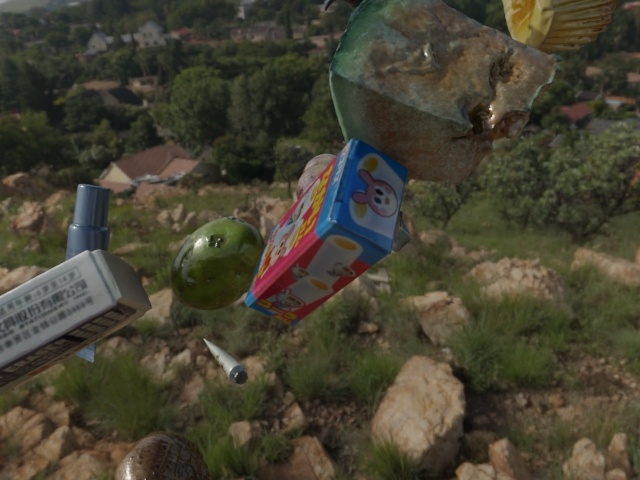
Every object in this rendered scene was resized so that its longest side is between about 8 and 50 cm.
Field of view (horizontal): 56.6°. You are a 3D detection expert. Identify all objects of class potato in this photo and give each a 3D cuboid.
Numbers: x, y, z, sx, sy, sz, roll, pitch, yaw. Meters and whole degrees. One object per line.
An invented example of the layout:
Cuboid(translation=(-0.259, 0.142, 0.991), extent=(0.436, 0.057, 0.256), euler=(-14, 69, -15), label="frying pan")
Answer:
Cuboid(translation=(-0.236, 0.054, 1.382), extent=(0.253, 0.186, 0.148), euler=(-31, 20, 14), label="potato")

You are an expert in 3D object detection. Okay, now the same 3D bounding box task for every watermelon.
Cuboid(translation=(0.160, -0.214, 0.878), extent=(0.302, 0.151, 0.264), euler=(30, 62, 5), label="watermelon")

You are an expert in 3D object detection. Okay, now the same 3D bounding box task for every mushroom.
Cuboid(translation=(-0.302, 0.504, 1.196), extent=(0.153, 0.253, 0.253), euler=(-25, 25, 3), label="mushroom")

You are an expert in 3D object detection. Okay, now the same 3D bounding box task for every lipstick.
Cuboid(translation=(0.203, -0.072, 1.818), extent=(0.076, 0.077, 0.289), euler=(-44, 27, 17), label="lipstick")

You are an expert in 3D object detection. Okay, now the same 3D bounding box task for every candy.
Cuboid(translation=(0.001, 0.001, 0.892), extent=(0.100, 0.306, 0.157), euler=(27, 53, -13), label="candy")

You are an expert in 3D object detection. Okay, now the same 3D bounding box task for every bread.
Cuboid(translation=(0.473, -0.568, 1.193), extent=(0.183, 0.388, 0.236), euler=(-5, -9, -8), label="bread")

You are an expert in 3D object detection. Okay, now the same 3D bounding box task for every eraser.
Cuboid(translation=(-0.359, 0.115, 0.725), extent=(0.279, 0.081, 0.124), euler=(-29, -11, -6), label="eraser")

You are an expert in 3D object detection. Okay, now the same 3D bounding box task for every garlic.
Cuboid(translation=(0.047, -0.067, 1.239), extent=(0.245, 0.160, 0.245), euler=(33, 24, -17), label="garlic")

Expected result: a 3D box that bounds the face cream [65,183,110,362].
Cuboid(translation=(-0.524, 0.069, 1.325), extent=(0.136, 0.385, 0.086), euler=(11, 5, 33), label="face cream")

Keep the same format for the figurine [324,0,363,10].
Cuboid(translation=(0.067, -0.521, 1.071), extent=(0.175, 0.265, 0.197), euler=(-37, 29, 32), label="figurine")

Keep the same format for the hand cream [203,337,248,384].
Cuboid(translation=(-0.259, 0.327, 1.614), extent=(0.050, 0.080, 0.234), euler=(-40, 28, -17), label="hand cream")
